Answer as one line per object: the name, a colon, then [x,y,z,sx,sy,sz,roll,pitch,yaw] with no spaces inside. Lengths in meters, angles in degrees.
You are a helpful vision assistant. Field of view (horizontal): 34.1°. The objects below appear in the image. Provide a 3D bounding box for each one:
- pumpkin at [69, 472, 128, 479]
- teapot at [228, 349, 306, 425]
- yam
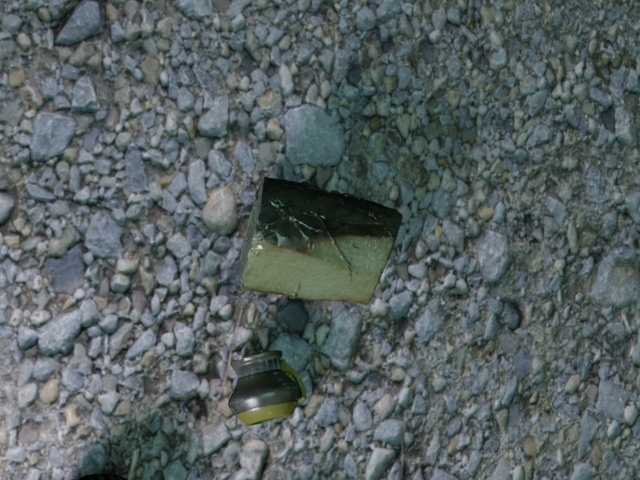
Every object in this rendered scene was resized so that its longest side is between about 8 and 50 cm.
pumpkin: [-0.370,0.475,1.720,0.194,0.150,0.194,0,89,-21]
teapot: [-0.090,0.259,1.846,0.165,0.130,0.119,4,69,-50]
yam: [-0.001,-0.002,1.837,0.271,0.202,0.202,15,48,-13]
